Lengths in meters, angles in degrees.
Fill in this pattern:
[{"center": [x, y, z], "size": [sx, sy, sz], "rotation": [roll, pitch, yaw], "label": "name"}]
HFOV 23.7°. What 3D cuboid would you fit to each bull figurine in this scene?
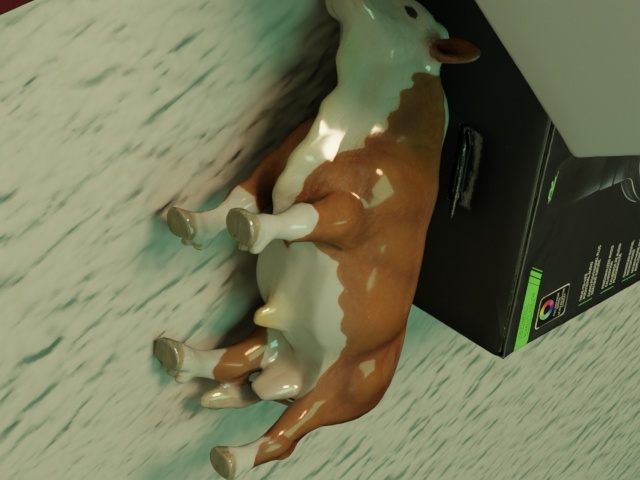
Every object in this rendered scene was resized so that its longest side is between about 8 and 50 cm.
[{"center": [0.000, 0.000, 0.922], "size": [0.188, 0.101, 0.310], "rotation": [-24, 132, -35], "label": "bull figurine"}]

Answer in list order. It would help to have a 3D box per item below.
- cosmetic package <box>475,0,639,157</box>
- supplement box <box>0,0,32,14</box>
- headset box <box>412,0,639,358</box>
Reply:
[{"center": [0.232, -0.282, 0.782], "size": [0.230, 0.161, 0.453], "rotation": [52, 56, -32], "label": "cosmetic package"}, {"center": [-0.125, -0.159, 0.600], "size": [0.239, 0.130, 0.073], "rotation": [-33, 139, -34], "label": "supplement box"}, {"center": [0.170, -0.087, 1.041], "size": [0.283, 0.131, 0.246], "rotation": [-22, 132, -41], "label": "headset box"}]
